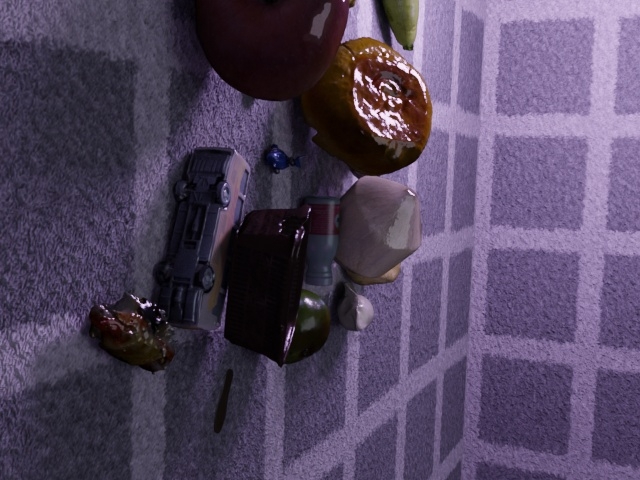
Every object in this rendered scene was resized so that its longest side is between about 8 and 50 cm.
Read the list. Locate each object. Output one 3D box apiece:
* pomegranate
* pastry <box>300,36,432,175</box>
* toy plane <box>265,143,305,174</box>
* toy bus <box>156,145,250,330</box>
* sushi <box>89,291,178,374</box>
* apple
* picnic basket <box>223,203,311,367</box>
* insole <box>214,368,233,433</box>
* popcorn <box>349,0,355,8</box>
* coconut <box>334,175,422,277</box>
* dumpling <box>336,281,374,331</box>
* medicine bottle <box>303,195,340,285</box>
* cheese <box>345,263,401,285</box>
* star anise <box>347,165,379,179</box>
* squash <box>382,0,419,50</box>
[{"bbox_3d":[-0.076,0.164,1.767,0.209,0.180,0.180,62,12,25],"label":"pomegranate"},{"bbox_3d":[0.112,-0.322,1.929,0.356,0.164,0.355,12,65,-27],"label":"pastry"},{"bbox_3d":[-0.080,-0.185,1.819,0.167,0.054,0.062,3,66,-66],"label":"toy plane"},{"bbox_3d":[-0.214,-0.003,1.486,0.138,0.097,0.342,46,51,-68],"label":"toy bus"},{"bbox_3d":[-0.296,0.150,1.315,0.226,0.097,0.103,52,44,-60],"label":"sushi"},{"bbox_3d":[-0.087,-0.412,1.481,0.235,0.306,0.305,98,0,-81],"label":"apple"},{"bbox_3d":[-0.104,0.081,1.532,0.222,0.129,0.296,-77,175,-64],"label":"picnic basket"},{"bbox_3d":[-0.201,0.335,1.681,0.045,0.002,0.134,45,53,-61],"label":"insole"},{"bbox_3d":[-0.013,-0.571,1.658,0.252,0.215,0.286,63,6,11],"label":"popcorn"},{"bbox_3d":[0.146,-0.041,2.052,0.266,0.237,0.237,-49,-178,38],"label":"coconut"},{"bbox_3d":[0.093,0.177,2.210,0.169,0.100,0.134,-29,108,-64],"label":"dumpling"},{"bbox_3d":[0.000,0.000,1.972,0.090,0.091,0.216,-12,105,-66],"label":"medicine bottle"},{"bbox_3d":[0.149,0.023,2.292,0.226,0.117,0.213,23,67,-61],"label":"cheese"},{"bbox_3d":[0.108,-0.298,2.151,0.359,0.139,0.315,-74,166,-62],"label":"star anise"},{"bbox_3d":[0.230,-0.716,2.354,0.118,0.119,0.370,-61,150,-44],"label":"squash"}]
